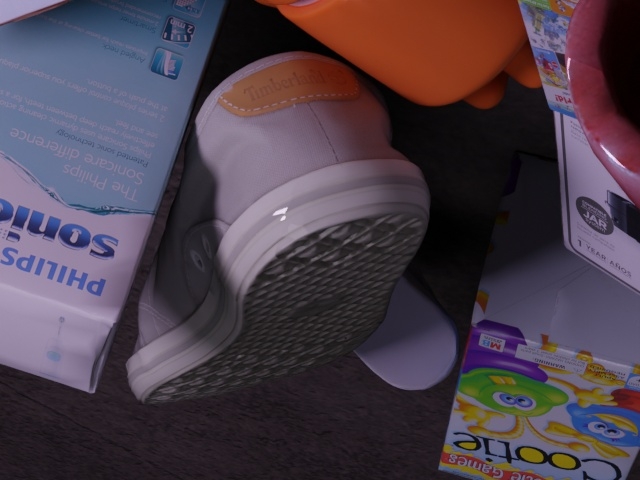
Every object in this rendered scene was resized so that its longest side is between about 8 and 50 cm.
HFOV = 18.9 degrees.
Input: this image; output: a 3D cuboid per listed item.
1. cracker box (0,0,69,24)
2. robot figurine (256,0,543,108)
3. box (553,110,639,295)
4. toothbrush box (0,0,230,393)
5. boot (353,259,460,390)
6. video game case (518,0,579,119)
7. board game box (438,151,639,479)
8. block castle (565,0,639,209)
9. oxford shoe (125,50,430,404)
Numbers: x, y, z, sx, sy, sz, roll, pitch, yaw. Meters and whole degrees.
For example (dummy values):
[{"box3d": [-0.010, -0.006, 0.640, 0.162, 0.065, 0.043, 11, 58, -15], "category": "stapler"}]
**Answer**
[{"box3d": [-0.180, -0.228, 0.980, 0.156, 0.067, 0.232, -11, 105, 43], "category": "cracker box"}, {"box3d": [0.039, -0.157, 1.061, 0.219, 0.128, 0.158, 32, -173, -29], "category": "robot figurine"}, {"box3d": [0.213, -0.074, 1.040, 0.169, 0.087, 0.290, 35, 154, 34], "category": "box"}, {"box3d": [-0.182, -0.090, 1.127, 0.216, 0.295, 0.126, 18, 153, -5], "category": "toothbrush box"}, {"box3d": [0.000, 0.000, 1.428, 0.258, 0.095, 0.123, 52, -178, -13], "category": "boot"}, {"box3d": [0.142, -0.118, 0.967, 0.119, 0.015, 0.166, 27, 148, 45], "category": "video game case"}, {"box3d": [0.179, 0.076, 1.414, 0.142, 0.144, 0.275, 14, 153, 6], "category": "board game box"}, {"box3d": [0.250, -0.186, 0.538, 0.303, 0.453, 0.213, 7, 159, 19], "category": "block castle"}, {"box3d": [-0.039, 0.007, 1.235, 0.169, 0.130, 0.449, -15, 164, -18], "category": "oxford shoe"}]
